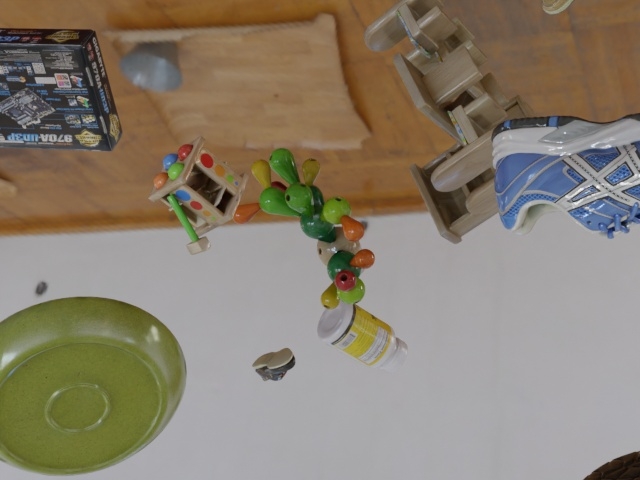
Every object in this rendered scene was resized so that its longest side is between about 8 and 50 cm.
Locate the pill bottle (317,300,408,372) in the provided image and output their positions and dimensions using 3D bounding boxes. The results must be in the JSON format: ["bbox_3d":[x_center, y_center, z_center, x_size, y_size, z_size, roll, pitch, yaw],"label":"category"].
[{"bbox_3d":[0.058,0.129,1.111,0.116,0.065,0.065,34,149,-26],"label":"pill bottle"}]

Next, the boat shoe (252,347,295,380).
[{"bbox_3d":[-0.073,0.217,1.453,0.042,0.049,0.133,52,151,-8],"label":"boat shoe"}]

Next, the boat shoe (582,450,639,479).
[{"bbox_3d":[0.474,0.334,1.120,0.324,0.120,0.122,-29,-178,-3],"label":"boat shoe"}]

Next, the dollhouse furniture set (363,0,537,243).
[{"bbox_3d":[0.140,-0.113,0.931,0.161,0.212,0.242,-35,145,22],"label":"dollhouse furniture set"}]

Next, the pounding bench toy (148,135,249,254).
[{"bbox_3d":[-0.112,-0.037,0.723,0.065,0.083,0.052,39,139,-27],"label":"pounding bench toy"}]

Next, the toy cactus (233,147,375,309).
[{"bbox_3d":[0.000,0.000,0.924,0.219,0.112,0.180,49,180,35],"label":"toy cactus"}]

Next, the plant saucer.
[{"bbox_3d":[-0.260,0.170,0.900,0.241,0.037,0.241,-9,123,-15],"label":"plant saucer"}]

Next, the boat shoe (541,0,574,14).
[{"bbox_3d":[0.465,-0.517,1.568,0.068,0.190,0.072,31,-176,38],"label":"boat shoe"}]

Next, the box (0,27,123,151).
[{"bbox_3d":[-0.412,-0.215,1.207,0.220,0.051,0.175,3,131,10],"label":"box"}]

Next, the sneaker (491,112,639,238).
[{"bbox_3d":[0.216,-0.041,0.573,0.211,0.081,0.080,2,173,41],"label":"sneaker"}]
